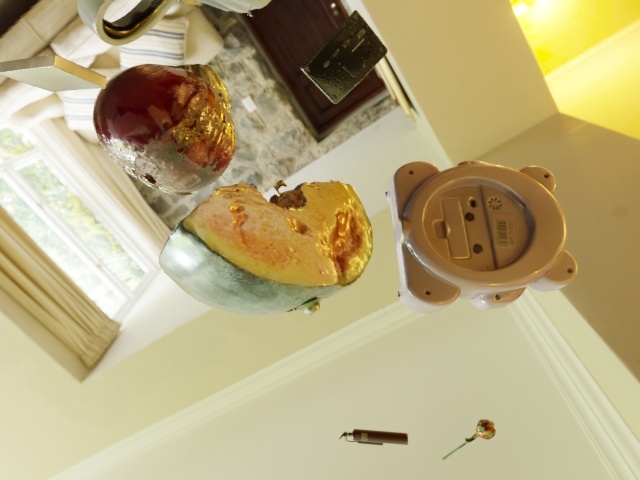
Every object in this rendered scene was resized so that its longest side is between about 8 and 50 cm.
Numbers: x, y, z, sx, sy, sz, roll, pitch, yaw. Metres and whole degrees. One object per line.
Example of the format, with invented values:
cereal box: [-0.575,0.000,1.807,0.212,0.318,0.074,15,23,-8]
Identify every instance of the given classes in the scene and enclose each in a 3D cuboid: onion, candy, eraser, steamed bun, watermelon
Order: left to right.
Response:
eraser: [-0.477,-0.295,0.788,0.150,0.023,0.104,5,180,23]
onion: [-0.371,-0.275,1.028,0.336,0.260,0.282,31,-97,37]
steamed bun: [-0.469,-0.499,1.539,0.280,0.207,0.268,-30,-147,-3]
watermelon: [-0.058,0.037,0.587,0.321,0.175,0.188,-9,148,-45]
candy: [0.401,0.549,1.210,0.185,0.049,0.055,-46,163,19]

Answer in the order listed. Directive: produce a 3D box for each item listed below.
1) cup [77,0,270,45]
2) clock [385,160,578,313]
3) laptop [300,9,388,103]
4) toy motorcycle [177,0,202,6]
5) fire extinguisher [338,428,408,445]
cup: [-0.140,-0.301,0.408,0.221,0.167,0.202,-16,-174,24]
clock: [0.299,-0.015,0.849,0.322,0.296,0.113,-4,161,-1]
laptop: [0.068,-0.490,1.205,0.207,0.154,0.026,-41,-146,17]
toy motorcycle: [-0.244,-0.531,0.828,0.157,0.091,0.263,-18,-170,-37]
fire extinguisher: [0.136,0.503,1.128,0.173,0.049,0.035,1,-118,10]
